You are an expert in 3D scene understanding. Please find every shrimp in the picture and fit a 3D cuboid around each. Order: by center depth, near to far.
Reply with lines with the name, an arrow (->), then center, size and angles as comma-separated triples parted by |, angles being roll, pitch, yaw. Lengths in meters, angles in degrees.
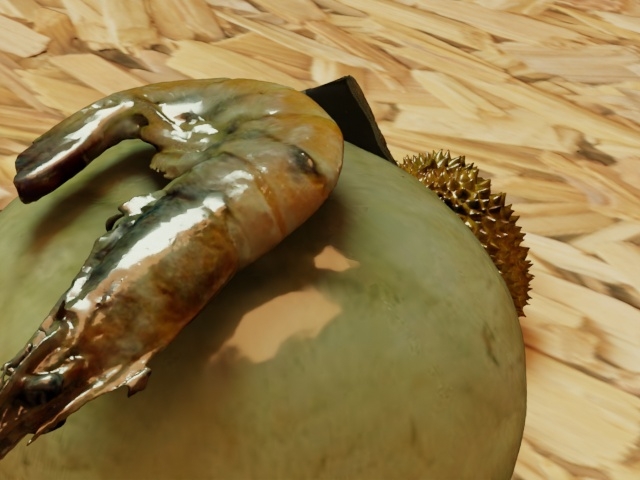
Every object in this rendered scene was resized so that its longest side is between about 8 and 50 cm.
shrimp -> -0.112, -0.002, 0.970 | 0.169, 0.058, 0.296 | 18, 46, 32

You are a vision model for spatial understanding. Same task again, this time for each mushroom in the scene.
mushroom -> -0.055, 0.083, 1.095 | 0.352, 0.260, 0.352 | 1, 38, -1

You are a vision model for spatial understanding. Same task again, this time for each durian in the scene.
durian -> 0.071, 0.012, 1.364 | 0.158, 0.168, 0.137 | -15, 45, 4

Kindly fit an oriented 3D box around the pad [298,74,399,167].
pad -> 0.000, 0.000, 1.247 | 0.174, 0.233, 0.022 | -12, 35, 29
